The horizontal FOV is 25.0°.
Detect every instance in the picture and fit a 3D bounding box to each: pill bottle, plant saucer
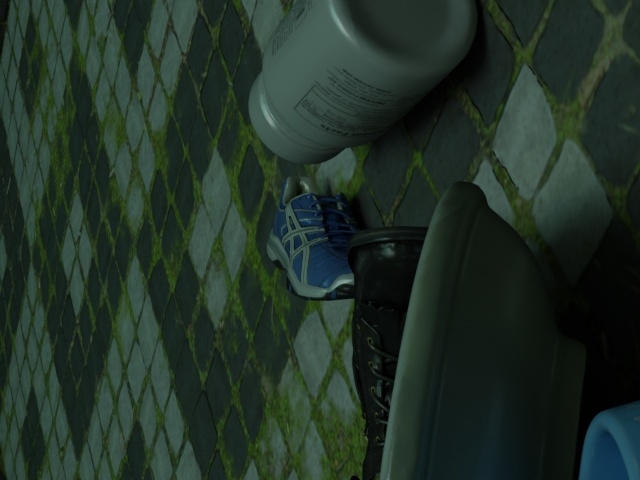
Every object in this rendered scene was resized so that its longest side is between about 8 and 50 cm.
[{"bbox_3d":[0.024,-0.150,1.202,0.229,0.131,0.131,140,127,-61],"label":"pill bottle"},{"bbox_3d":[0.110,0.165,0.918,0.400,0.100,0.400,7,-90,-79],"label":"plant saucer"}]

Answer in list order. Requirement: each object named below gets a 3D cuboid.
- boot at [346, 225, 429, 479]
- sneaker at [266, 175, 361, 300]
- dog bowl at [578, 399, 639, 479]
[{"bbox_3d":[0.064,0.132,1.092,0.263,0.091,0.229,89,-178,-61],"label":"boot"},{"bbox_3d":[0.000,0.000,1.325,0.211,0.080,0.081,-144,54,-61],"label":"sneaker"},{"bbox_3d":[0.177,0.203,0.741,0.166,0.074,0.297,-97,4,-54],"label":"dog bowl"}]
